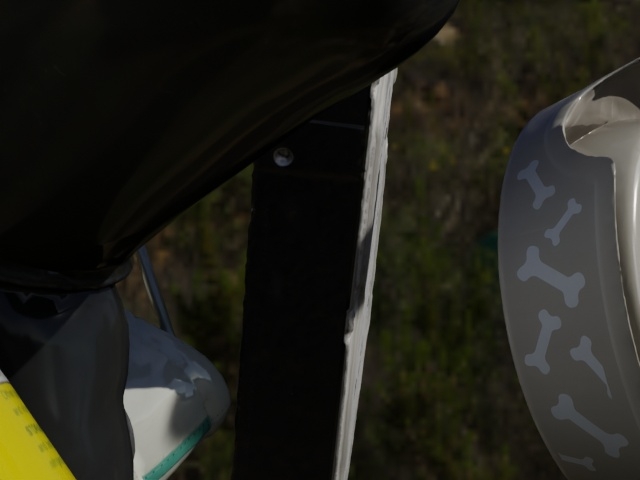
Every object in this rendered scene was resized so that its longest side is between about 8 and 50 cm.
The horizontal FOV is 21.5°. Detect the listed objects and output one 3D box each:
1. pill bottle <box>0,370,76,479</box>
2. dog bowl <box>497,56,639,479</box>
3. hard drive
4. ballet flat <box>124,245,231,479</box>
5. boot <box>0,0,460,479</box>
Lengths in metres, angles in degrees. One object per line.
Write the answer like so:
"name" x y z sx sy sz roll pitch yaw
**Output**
"pill bottle" -0.133 0.058 0.420 0.117 0.215 0.117 -36 -3 -2
"dog bowl" 0.242 0.041 1.211 0.102 0.349 0.349 -12 -22 32
"hard drive" 0.000 0.000 0.949 0.064 0.339 0.237 6 27 3
"ballet flat" -0.177 0.011 0.972 0.139 0.400 0.139 -22 -45 -24
"boot" -0.090 0.104 0.569 0.146 0.445 0.367 8 -7 -35
